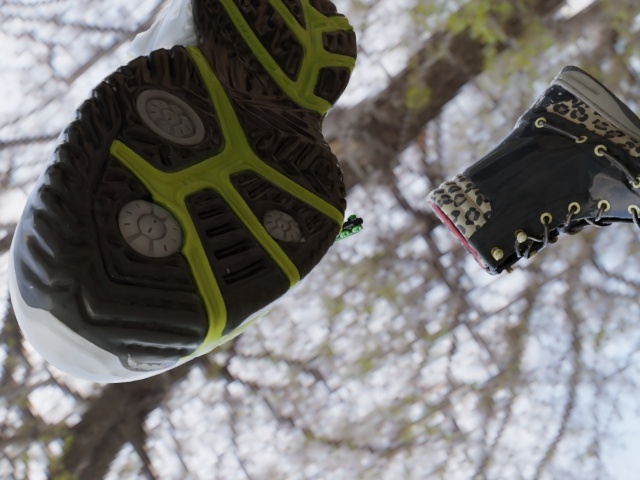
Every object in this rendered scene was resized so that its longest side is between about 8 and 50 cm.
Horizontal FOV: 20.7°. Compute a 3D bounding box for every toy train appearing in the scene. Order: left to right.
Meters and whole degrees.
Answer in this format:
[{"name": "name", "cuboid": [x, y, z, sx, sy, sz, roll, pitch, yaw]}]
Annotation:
[{"name": "toy train", "cuboid": [0.000, 0.000, 1.554, 0.024, 0.083, 0.017, 84, 162, -65]}]

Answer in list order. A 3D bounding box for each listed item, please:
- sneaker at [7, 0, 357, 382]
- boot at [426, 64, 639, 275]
[{"name": "sneaker", "cuboid": [-0.074, -0.025, 0.935, 0.145, 0.147, 0.385, 36, -151, -6]}, {"name": "boot", "cuboid": [0.217, -0.017, 1.444, 0.236, 0.178, 0.085, 49, 174, 31]}]
